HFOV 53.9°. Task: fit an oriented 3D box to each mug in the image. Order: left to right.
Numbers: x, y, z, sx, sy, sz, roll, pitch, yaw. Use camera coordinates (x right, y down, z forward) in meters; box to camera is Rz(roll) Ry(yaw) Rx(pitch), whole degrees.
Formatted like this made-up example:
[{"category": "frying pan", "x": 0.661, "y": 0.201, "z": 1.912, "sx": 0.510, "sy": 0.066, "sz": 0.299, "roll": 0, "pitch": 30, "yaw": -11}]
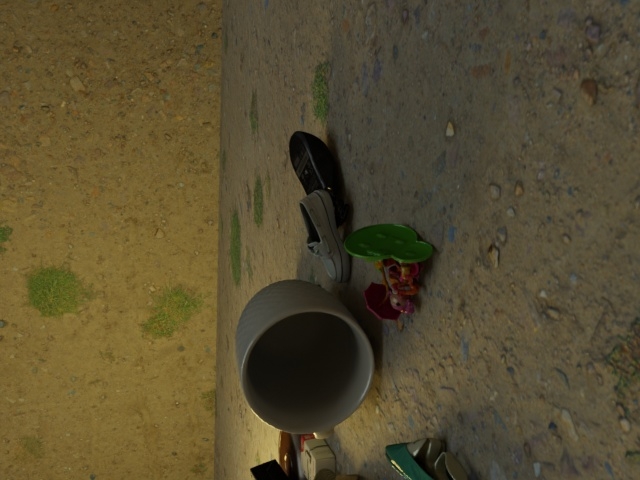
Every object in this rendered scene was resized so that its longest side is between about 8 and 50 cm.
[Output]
[{"category": "mug", "x": -0.043, "y": 0.271, "z": 1.422, "sx": 0.328, "sy": 0.277, "sz": 0.373, "roll": -133, "pitch": 26, "yaw": -72}]

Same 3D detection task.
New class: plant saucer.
[{"category": "plant saucer", "x": -0.077, "y": 0.685, "z": 1.916, "sx": 0.311, "sy": 0.050, "sz": 0.310, "roll": 178, "pitch": 90, "yaw": -72}]

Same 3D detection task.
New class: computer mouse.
[{"category": "computer mouse", "x": 0.003, "y": -0.142, "z": 1.511, "sx": 0.272, "sy": 0.072, "sz": 0.188, "roll": 69, "pitch": 155, "yaw": 15}]

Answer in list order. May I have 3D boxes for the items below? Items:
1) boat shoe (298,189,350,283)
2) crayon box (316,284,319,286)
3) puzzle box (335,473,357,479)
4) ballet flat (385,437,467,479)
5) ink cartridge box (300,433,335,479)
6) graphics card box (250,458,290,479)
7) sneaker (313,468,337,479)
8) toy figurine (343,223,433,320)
[{"category": "boat shoe", "x": 0.000, "y": 0.000, "z": 1.426, "sx": 0.083, "sy": 0.076, "sz": 0.226, "roll": 6, "pitch": 116, "yaw": 59}, {"category": "crayon box", "x": -0.064, "y": 0.239, "z": 1.744, "sx": 0.278, "sy": 0.081, "sz": 0.165, "roll": 129, "pitch": 136, "yaw": -64}, {"category": "puzzle box", "x": 0.061, "y": 0.714, "z": 1.298, "sx": 0.272, "sy": 0.052, "sz": 0.408, "roll": 70, "pitch": -163, "yaw": -77}, {"category": "ballet flat", "x": 0.187, "y": 0.374, "z": 1.024, "sx": 0.087, "sy": 0.083, "sz": 0.247, "roll": -66, "pitch": 21, "yaw": 3}, {"category": "ink cartridge box", "x": -0.008, "y": 0.588, "z": 1.669, "sx": 0.135, "sy": 0.056, "sz": 0.099, "roll": -151, "pitch": 60, "yaw": -70}, {"category": "graphics card box", "x": -0.105, "y": 0.863, "z": 1.841, "sx": 0.233, "sy": 0.094, "sz": 0.370, "roll": -157, "pitch": 54, "yaw": -65}, {"category": "sneaker", "x": 0.020, "y": 0.687, "z": 1.554, "sx": 0.118, "sy": 0.083, "sz": 0.221, "roll": 110, "pitch": 150, "yaw": -52}, {"category": "toy figurine", "x": 0.131, "y": 0.073, "z": 1.121, "sx": 0.173, "sy": 0.130, "sz": 0.159, "roll": 19, "pitch": 128, "yaw": 45}]
